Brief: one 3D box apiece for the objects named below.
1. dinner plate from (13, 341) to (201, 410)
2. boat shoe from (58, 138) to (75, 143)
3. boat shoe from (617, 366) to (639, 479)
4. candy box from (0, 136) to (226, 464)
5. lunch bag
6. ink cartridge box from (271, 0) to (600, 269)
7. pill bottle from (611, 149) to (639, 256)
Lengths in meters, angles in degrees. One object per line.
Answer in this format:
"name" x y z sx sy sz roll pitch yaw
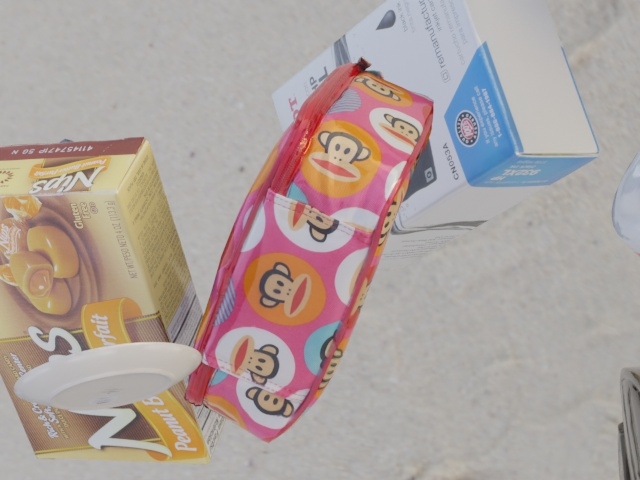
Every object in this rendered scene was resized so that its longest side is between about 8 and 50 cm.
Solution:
"dinner plate" -0.157 0.106 1.028 0.141 0.141 0.017 -21 69 26
"boat shoe" -0.390 -0.026 1.688 0.258 0.089 0.109 -53 20 -4
"boat shoe" 0.288 0.161 1.066 0.104 0.307 0.111 -4 73 9
"candy box" -0.209 0.063 1.240 0.183 0.316 0.087 -1 38 17
"lunch bag" 0.000 0.000 1.163 0.120 0.258 0.293 26 117 3
"ink cartridge box" 0.107 -0.123 1.424 0.307 0.129 0.223 -33 69 46
"pill bottle" 0.203 0.012 0.558 0.087 0.160 0.087 -48 13 15
